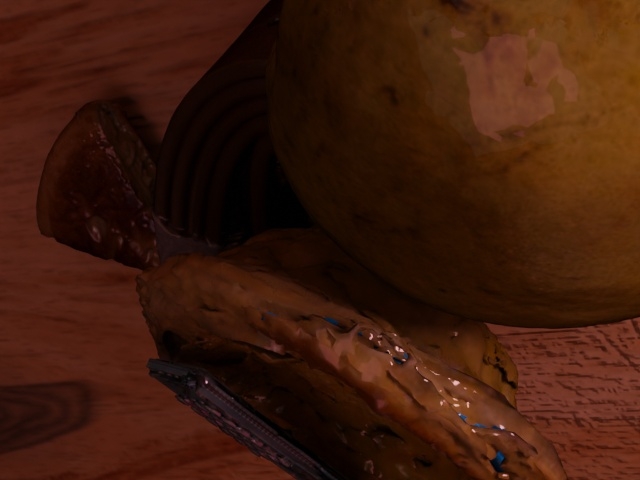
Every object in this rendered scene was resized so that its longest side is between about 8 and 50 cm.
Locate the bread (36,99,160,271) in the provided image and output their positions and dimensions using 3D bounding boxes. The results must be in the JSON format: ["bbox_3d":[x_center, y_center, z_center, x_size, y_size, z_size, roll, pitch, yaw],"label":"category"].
[{"bbox_3d":[-0.166,-0.028,1.083,0.136,0.054,0.154,-15,111,38],"label":"bread"}]

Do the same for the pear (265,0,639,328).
[{"bbox_3d":[0.126,-0.104,0.675,0.304,0.304,0.304,17,133,19],"label":"pear"}]

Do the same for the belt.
[{"bbox_3d":[0.000,0.000,0.955,0.217,0.122,0.338,17,133,17],"label":"belt"}]

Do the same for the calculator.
[{"bbox_3d":[-0.032,0.120,0.861,0.057,0.018,0.172,11,156,51],"label":"calculator"}]

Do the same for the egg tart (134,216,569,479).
[{"bbox_3d":[0.026,0.067,0.824,0.291,0.107,0.291,26,161,10],"label":"egg tart"}]
